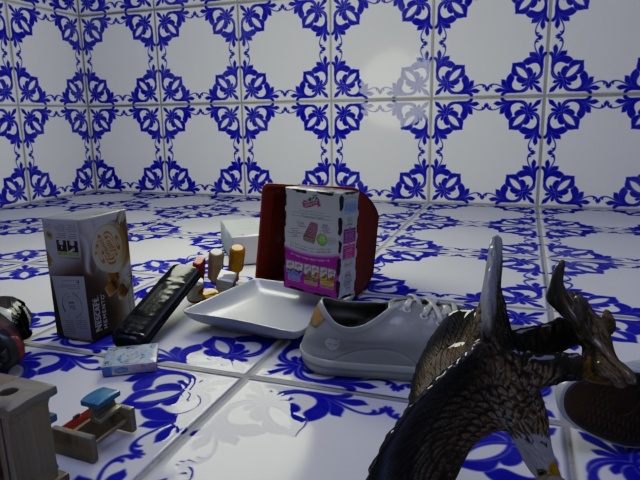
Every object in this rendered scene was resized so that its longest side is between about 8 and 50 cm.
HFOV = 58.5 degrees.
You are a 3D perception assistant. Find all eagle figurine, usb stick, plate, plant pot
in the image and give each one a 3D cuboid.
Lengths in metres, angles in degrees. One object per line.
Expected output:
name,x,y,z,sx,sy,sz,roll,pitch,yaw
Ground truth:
eagle figurine,0.157,0.166,0.577,0.226,0.298,0.225,33,31,-40
usb stick,-0.335,0.131,1.192,0.077,0.045,0.278,9,29,9
plate,-0.101,0.149,1.233,0.278,0.045,0.277,6,13,26
plant pot,0.016,0.000,1.462,0.267,0.267,0.236,6,3,28

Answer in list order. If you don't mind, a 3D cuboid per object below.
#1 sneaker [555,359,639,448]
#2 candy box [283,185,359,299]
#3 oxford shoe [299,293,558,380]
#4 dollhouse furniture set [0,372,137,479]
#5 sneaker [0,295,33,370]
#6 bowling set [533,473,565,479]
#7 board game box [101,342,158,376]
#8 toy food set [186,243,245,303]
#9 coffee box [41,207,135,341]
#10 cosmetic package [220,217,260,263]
sneaker,0.441,0.217,0.796,0.290,0.105,0.123,6,4,-11
candy box,0.000,0.000,1.268,0.159,0.233,0.071,11,15,36
oxford shoe,0.188,0.159,0.985,0.450,0.129,0.169,1,11,4
dollhouse furniture set,-0.354,0.220,0.731,0.129,0.129,0.184,4,15,23
sneaker,-0.599,0.164,1.074,0.276,0.097,0.135,9,18,44
bowling set,0.154,0.277,0.383,0.287,0.154,0.200,-11,16,-37
board game box,-0.338,0.212,1.022,0.090,0.020,0.090,-4,13,-12
toy food set,-0.261,0.106,1.398,0.111,0.104,0.232,11,34,1
coffee box,-0.470,0.065,1.173,0.098,0.246,0.141,3,12,22
cosmetic package,-0.117,-0.011,1.846,0.378,0.097,0.284,-4,11,-15
